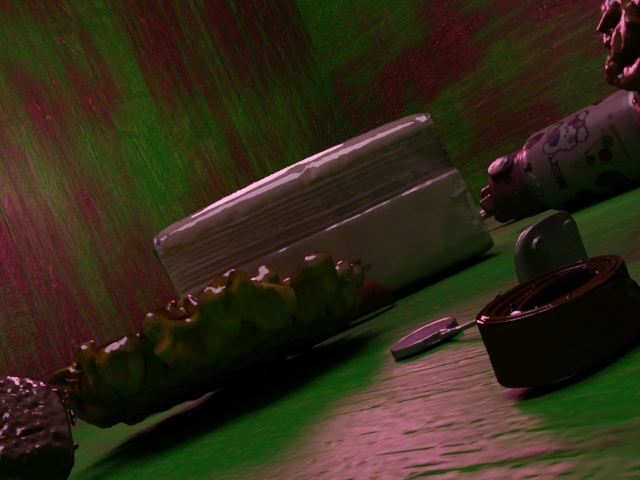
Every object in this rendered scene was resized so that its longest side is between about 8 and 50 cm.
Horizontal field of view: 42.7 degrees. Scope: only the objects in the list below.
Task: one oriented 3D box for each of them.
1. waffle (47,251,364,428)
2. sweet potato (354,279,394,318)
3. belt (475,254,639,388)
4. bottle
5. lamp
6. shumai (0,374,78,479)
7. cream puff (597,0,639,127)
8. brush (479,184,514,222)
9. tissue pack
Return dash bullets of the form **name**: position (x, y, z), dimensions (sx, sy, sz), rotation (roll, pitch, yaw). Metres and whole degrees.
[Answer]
- **waffle**: position (-0.096, 0.097, 0.738), dimensions (0.329, 0.062, 0.329), rotation (-21, -12, -5)
- **sweet potato**: position (-0.018, 0.078, 0.917), dimensions (0.202, 0.058, 0.055), rotation (-14, -35, 6)
- **belt**: position (0.105, 0.034, 0.348), dimensions (0.083, 0.036, 0.059), rotation (-24, 6, -42)
- **bottle**: position (0.335, -0.105, 1.078), dimensions (0.253, 0.121, 0.120), rotation (-26, -2, 44)
- **lamp**: position (0.090, 0.036, 0.492), dimensions (0.050, 0.056, 0.198), rotation (-27, -3, -25)
- **shumai**: position (-0.259, 0.175, 0.613), dimensions (0.145, 0.145, 0.116), rotation (-23, -44, -54)
- **cream puff**: position (0.369, -0.188, 0.588), dimensions (0.342, 0.231, 0.327), rotation (-24, -4, -9)
- **brush**: position (0.287, -0.045, 1.445), dimensions (0.301, 0.084, 0.071), rotation (-35, 25, 38)
- **tissue pack**: position (0.000, 0.000, 1.093), dimensions (0.380, 0.207, 0.297), rotation (-25, 1, 1)
